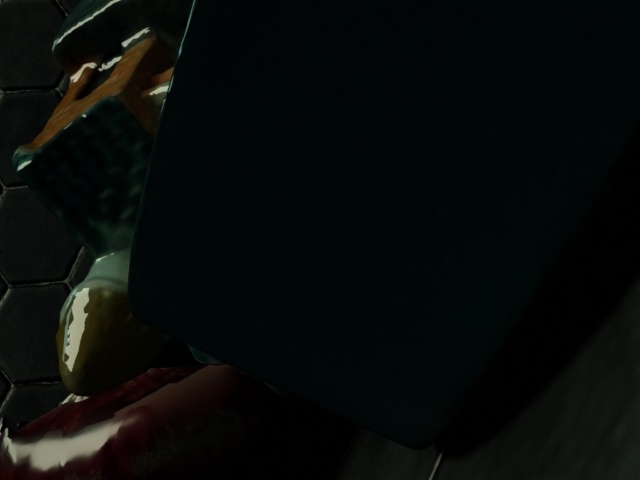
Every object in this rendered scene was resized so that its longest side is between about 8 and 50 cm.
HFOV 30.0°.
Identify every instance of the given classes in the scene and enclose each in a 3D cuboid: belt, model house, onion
[{"bbox_3d":[0.061,-0.118,0.470,0.436,0.173,0.300,-63,1,37],"label":"belt"},{"bbox_3d":[-0.057,-0.017,0.692,0.184,0.253,0.291,-20,31,36],"label":"model house"},{"bbox_3d":[-0.093,0.163,0.843,0.272,0.195,0.272,-22,-2,-1],"label":"onion"}]
